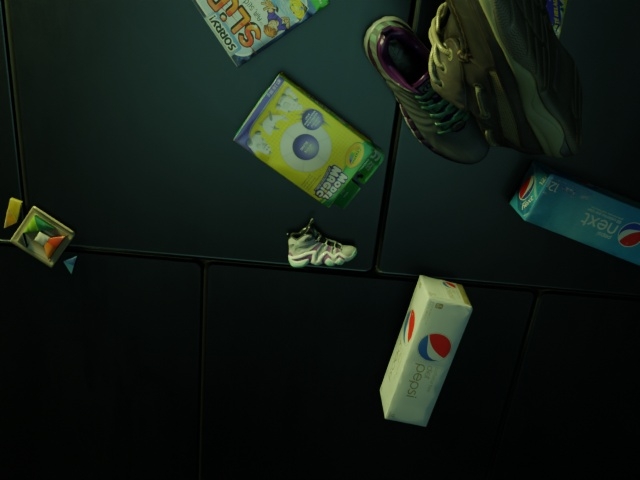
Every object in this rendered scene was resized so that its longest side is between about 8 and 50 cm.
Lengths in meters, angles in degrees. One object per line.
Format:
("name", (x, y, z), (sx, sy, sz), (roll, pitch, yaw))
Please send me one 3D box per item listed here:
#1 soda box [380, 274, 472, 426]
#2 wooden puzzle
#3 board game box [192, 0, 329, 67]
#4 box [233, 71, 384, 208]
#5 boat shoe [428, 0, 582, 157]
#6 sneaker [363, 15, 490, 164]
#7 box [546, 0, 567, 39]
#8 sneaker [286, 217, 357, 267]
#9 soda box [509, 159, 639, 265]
("soda box", (0.153, 0.166, 0.867), (0.069, 0.074, 0.216), (12, 112, -5))
("wooden puzzle", (-0.394, -0.004, 0.823), (0.116, 0.014, 0.079), (30, 110, -13))
("board game box", (-0.099, -0.326, 0.676), (0.136, 0.035, 0.201), (-32, 110, 12))
("box", (-0.011, -0.122, 0.761), (0.179, 0.043, 0.105), (33, 109, -15))
("boat shoe", (0.174, -0.192, 0.609), (0.130, 0.132, 0.355), (-4, 149, 36))
("sneaker", (0.133, -0.169, 0.711), (0.083, 0.098, 0.223), (-41, 107, 15))
("box", (0.256, -0.303, 0.676), (0.054, 0.059, 0.169), (4, 113, 1))
("sneaker", (0.000, 0.000, 0.814), (0.098, 0.038, 0.069), (-7, 114, 2))
("soda box", (0.372, -0.033, 0.788), (0.210, 0.067, 0.071), (20, 112, -8))
